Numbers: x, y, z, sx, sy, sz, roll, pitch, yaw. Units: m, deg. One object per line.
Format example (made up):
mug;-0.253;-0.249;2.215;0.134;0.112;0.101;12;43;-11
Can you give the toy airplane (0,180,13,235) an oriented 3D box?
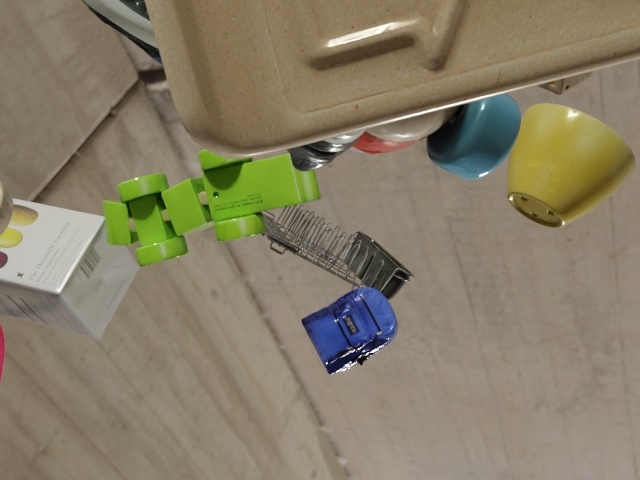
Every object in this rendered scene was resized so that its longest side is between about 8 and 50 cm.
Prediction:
toy airplane;-0.485;0.101;0.631;0.385;0.385;0.272;6;-15;-6

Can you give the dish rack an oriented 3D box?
dish rack;0.000;0.000;1.191;0.271;0.074;0.208;28;7;-22

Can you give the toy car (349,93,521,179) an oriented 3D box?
toy car;0.014;-0.149;0.613;0.219;0.210;0.238;24;-23;-23

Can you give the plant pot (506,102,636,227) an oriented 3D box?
plant pot;0.259;-0.071;0.810;0.134;0.095;0.134;33;-9;6

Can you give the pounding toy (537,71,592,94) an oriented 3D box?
pounding toy;0.292;-0.260;0.931;0.141;0.100;0.130;35;-36;38

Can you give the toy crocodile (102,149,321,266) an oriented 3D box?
toy crocodile;-0.150;-0.048;0.937;0.340;0.105;0.115;-15;-87;28

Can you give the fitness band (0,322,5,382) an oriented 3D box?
fitness band;-0.616;0.216;1.159;0.208;0.291;0.054;11;-5;-31

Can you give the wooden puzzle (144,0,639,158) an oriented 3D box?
wooden puzzle;0.074;-0.230;0.312;0.347;0.080;0.322;-14;-80;4

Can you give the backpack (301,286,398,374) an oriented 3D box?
backpack;0.047;0.122;1.016;0.120;0.101;0.098;-29;-97;4

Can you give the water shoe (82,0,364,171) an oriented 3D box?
water shoe;-0.068;-0.106;0.424;0.203;0.073;0.080;33;-34;-7

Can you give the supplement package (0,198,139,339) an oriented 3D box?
supplement package;-0.424;0.035;1.094;0.244;0.139;0.134;10;-33;19
